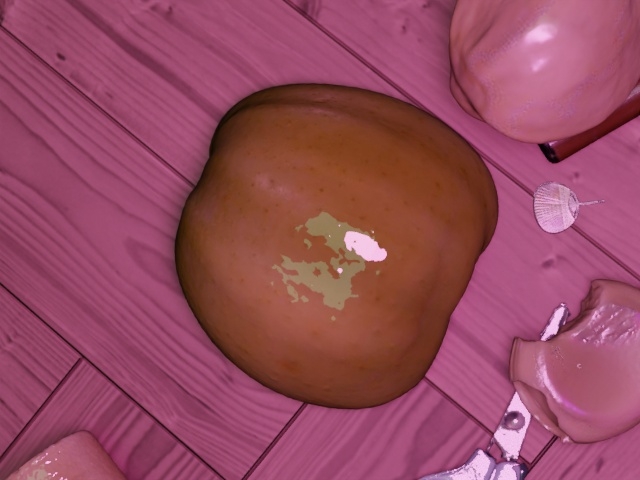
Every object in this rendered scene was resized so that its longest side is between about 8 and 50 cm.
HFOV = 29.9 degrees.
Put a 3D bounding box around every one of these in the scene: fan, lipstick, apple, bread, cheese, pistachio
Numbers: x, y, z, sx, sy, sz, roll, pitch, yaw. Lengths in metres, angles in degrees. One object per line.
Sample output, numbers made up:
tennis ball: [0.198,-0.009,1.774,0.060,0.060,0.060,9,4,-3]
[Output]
fan: [0.286,-0.034,1.409,0.080,0.003,0.060,21,90,9]
lipstick: [0.407,-0.199,1.375,0.356,0.057,0.057,-32,83,5]
apple: [0.000,0.000,1.406,0.360,0.312,0.320,25,46,7]
bread: [-0.292,0.317,1.405,0.148,0.134,0.141,-42,81,17]
cheese: [0.347,0.101,1.354,0.286,0.082,0.163,-42,90,-9]
pistachio: [0.269,-0.258,1.328,0.226,0.208,0.332,32,74,-2]

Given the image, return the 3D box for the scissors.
scissors: [0.214,0.238,1.389,0.191,0.029,0.360,23,90,10]
